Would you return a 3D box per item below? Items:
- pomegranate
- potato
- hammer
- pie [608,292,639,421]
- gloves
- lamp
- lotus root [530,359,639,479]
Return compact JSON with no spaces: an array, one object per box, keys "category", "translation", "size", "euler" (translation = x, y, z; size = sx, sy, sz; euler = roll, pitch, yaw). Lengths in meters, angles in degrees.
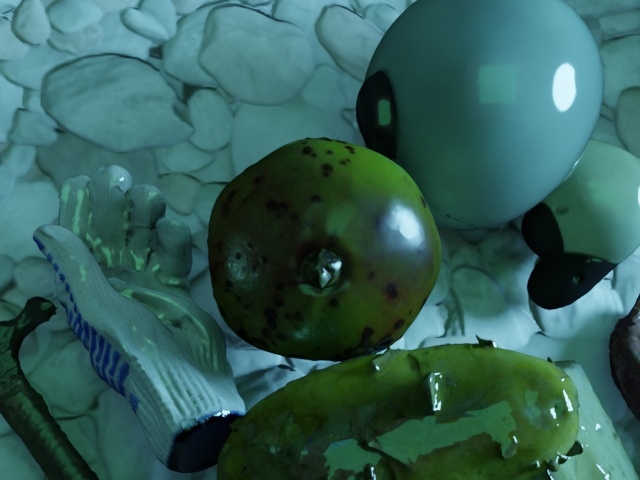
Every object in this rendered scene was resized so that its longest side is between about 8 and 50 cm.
[{"category":"pomegranate","translation":[0.000,0.000,0.932],"size":[0.159,0.159,0.205],"euler":[17,21,-5]},{"category":"potato","translation":[0.046,0.122,0.807],"size":[0.226,0.090,0.117],"euler":[-16,78,-3]},{"category":"hammer","translation":[-0.148,0.181,0.892],"size":[0.125,0.027,0.297],"euler":[-38,83,-8]},{"category":"pie","translation":[0.333,0.085,1.003],"size":[0.219,0.054,0.204],"euler":[-35,53,-28]},{"category":"gloves","translation":[-0.125,0.051,0.920],"size":[0.119,0.097,0.229],"euler":[7,56,-55]},{"category":"lamp","translation":[0.143,-0.081,1.006],"size":[0.244,0.198,0.197],"euler":[44,63,-15]},{"category":"lotus root","translation":[0.129,0.218,0.897],"size":[0.210,0.142,0.314],"euler":[-16,71,22]}]
